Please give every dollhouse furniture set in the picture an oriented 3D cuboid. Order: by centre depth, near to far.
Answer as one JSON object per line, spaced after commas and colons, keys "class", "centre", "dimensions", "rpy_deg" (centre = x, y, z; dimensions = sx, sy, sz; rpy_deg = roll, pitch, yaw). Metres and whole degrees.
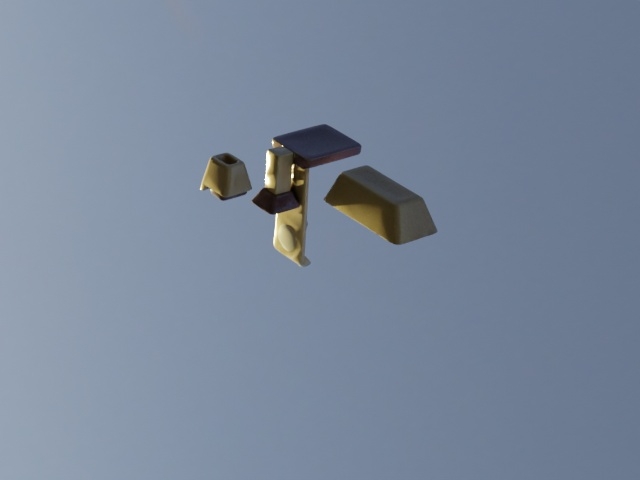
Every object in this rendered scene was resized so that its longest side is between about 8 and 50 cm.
{"class": "dollhouse furniture set", "centre": [0.000, 0.000, 1.044], "dimensions": [0.114, 0.091, 0.081], "rpy_deg": [33, -51, 41]}
